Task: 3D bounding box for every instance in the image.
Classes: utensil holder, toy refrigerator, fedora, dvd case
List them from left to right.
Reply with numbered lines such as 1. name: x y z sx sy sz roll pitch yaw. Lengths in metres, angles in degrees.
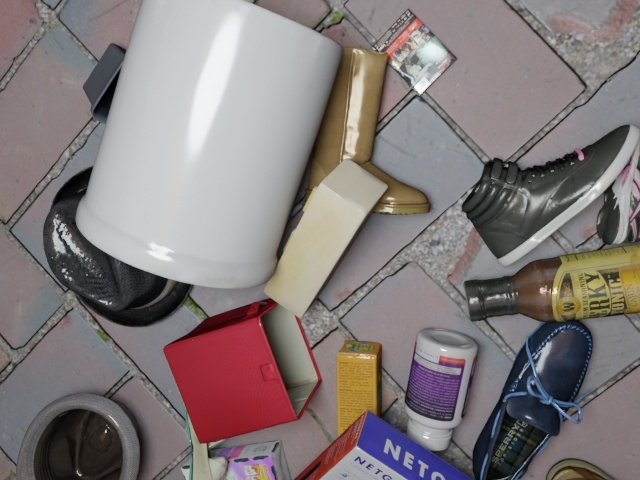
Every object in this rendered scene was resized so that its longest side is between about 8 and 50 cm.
1. fedora: -0.472 0.434 1.225 0.243 0.124 0.276 21 95 6
2. fedora: -0.407 0.022 1.130 0.333 0.152 0.334 2 100 13
3. utensil holder: -0.168 -0.168 0.940 0.327 0.327 0.386 23 103 8
4. toy refrigerator: 0.000 0.000 1.006 0.094 0.102 0.270 35 131 5
5. dvd case: 0.160 -0.320 1.019 0.119 0.013 0.087 46 105 3

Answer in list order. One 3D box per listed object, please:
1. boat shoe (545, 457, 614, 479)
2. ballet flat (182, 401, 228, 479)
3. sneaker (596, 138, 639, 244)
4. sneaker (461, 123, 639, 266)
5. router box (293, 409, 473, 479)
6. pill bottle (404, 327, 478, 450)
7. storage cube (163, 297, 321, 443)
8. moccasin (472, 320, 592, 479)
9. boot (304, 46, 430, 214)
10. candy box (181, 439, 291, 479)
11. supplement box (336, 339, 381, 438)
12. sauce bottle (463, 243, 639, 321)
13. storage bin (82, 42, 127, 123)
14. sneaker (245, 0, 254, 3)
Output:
1. boat shoe: 0.533 0.485 0.987 0.323 0.120 0.123 22 92 16
2. ballet flat: -0.215 0.401 1.137 0.086 0.086 0.249 -24 54 15
3. sneaker: 0.500 -0.080 0.963 0.077 0.072 0.178 6 99 -12
4. sneaker: 0.350 -0.103 0.955 0.147 0.104 0.296 43 114 -1
5. router box: 0.129 0.488 1.049 0.335 0.082 0.301 34 125 -2
6. pill bottle: 0.206 0.262 1.054 0.108 0.108 0.194 11 101 11
7. storage cube: -0.134 0.228 1.085 0.193 0.183 0.215 -18 95 15
8. moccasin: 0.371 0.295 1.017 0.137 0.117 0.342 21 103 9
9. boot: 0.085 -0.185 1.020 0.236 0.089 0.270 8 99 11
10. candy box: -0.159 0.500 1.194 0.196 0.070 0.165 -12 97 14
11. supplement box: 0.073 0.308 1.107 0.080 0.078 0.234 -1 99 13
12. sauce bottle: 0.413 0.077 0.977 0.344 0.111 0.112 -11 96 15
13. storage bin: -0.372 -0.291 1.110 0.135 0.098 0.091 -49 59 16
14. sneaker: -0.210 -0.517 1.031 0.118 0.110 0.292 -24 101 8
